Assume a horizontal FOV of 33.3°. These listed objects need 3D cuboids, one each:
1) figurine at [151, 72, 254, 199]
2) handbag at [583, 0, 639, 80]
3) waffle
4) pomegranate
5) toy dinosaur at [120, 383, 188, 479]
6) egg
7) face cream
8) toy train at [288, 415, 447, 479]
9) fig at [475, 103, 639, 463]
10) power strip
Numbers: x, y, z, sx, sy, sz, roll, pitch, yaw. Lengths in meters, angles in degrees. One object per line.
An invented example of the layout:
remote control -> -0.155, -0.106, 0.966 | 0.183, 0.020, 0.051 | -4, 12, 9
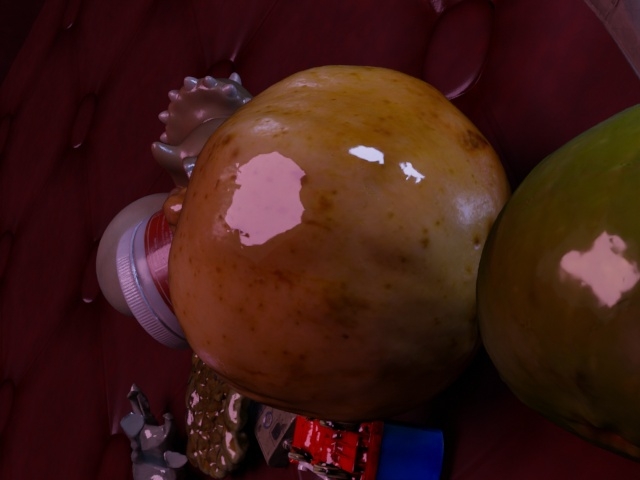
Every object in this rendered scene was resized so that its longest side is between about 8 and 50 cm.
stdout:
figurine -> -0.181, -0.166, 1.667 | 0.247, 0.173, 0.177 | -40, -9, -33
handbag -> 0.335, -0.232, 1.005 | 0.182, 0.117, 0.270 | -21, 45, 1
waffle -> -0.155, 0.242, 1.551 | 0.223, 0.054, 0.204 | 157, 112, -64
pomegranate -> 0.000, 0.000, 1.147 | 0.410, 0.410, 0.410 | -33, 49, 46
toy dinosaur -> -0.245, 0.358, 1.613 | 0.205, 0.092, 0.393 | 103, 153, -56
egg -> -0.269, 0.025, 1.759 | 0.253, 0.186, 0.186 | -53, 36, 33
face cream -> -0.157, 0.032, 1.528 | 0.187, 0.201, 0.201 | -26, 50, 23
toy train -> 0.043, 0.238, 1.232 | 0.204, 0.131, 0.083 | 176, 103, -69
fig -> 0.286, 0.018, 0.816 | 0.316, 0.316, 0.316 | -33, 49, 46
power strip -> -0.069, 0.221, 1.492 | 0.092, 0.034, 0.268 | -59, 33, 20
